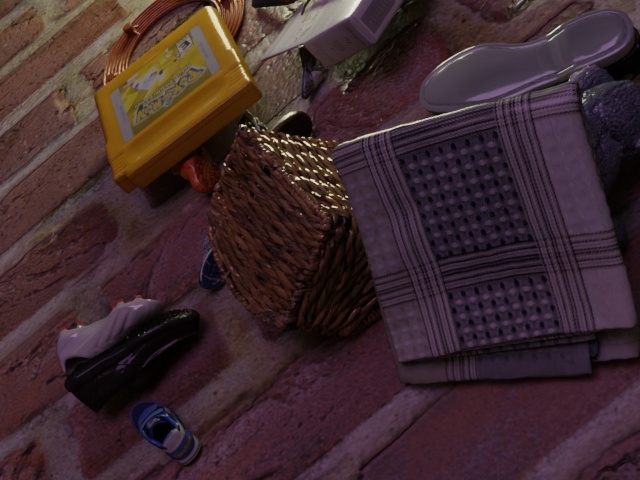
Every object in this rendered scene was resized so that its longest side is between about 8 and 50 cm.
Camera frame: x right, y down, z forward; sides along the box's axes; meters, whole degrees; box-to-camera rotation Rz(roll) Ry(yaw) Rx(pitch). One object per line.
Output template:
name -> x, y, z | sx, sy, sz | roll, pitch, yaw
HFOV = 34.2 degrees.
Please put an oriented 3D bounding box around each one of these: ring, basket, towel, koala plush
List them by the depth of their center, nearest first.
towel -> 0.183, 0.012, 1.179 | 0.312, 0.324, 0.056 | -12, 13, 29
koala plush -> 0.324, -0.116, 1.250 | 0.221, 0.203, 0.196 | -37, 43, -12
basket -> 0.000, 0.000, 1.451 | 0.299, 0.223, 0.213 | 48, 124, 47
ring -> -0.294, -0.391, 2.017 | 0.336, 0.032, 0.337 | -19, 47, 22

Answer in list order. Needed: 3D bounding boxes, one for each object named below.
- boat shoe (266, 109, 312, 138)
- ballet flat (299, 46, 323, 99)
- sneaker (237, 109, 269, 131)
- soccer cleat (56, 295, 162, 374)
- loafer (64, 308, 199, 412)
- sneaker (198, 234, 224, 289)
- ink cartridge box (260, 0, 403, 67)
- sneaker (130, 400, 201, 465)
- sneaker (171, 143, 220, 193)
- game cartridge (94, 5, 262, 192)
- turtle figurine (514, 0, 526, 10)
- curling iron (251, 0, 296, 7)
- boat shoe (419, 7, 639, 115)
boat shoe -> -0.090, -0.130, 1.642 | 0.190, 0.068, 0.072 | -52, 32, -9
ballet flat -> -0.015, -0.280, 1.722 | 0.041, 0.041, 0.114 | -21, 49, 22
sneaker -> -0.111, -0.184, 1.726 | 0.035, 0.031, 0.083 | -50, 38, 12
soccer cleat -> -0.321, 0.147, 1.597 | 0.196, 0.068, 0.076 | -24, 62, 20
loafer -> -0.266, 0.177, 1.531 | 0.220, 0.078, 0.080 | -31, 11, -2
sneaker -> -0.154, 0.013, 1.590 | 0.058, 0.052, 0.135 | -8, 57, 58
ink cartridge box -> 0.059, -0.408, 1.722 | 0.261, 0.066, 0.296 | -13, 40, 55
sneaker -> -0.224, 0.255, 1.438 | 0.144, 0.059, 0.053 | 22, 74, 45
sneaker -> -0.214, -0.121, 1.736 | 0.067, 0.064, 0.175 | -49, 34, 15
game cartridge -> -0.258, -0.250, 1.800 | 0.285, 0.053, 0.324 | -37, 37, 7
turtle figurine -> 0.385, -0.511, 1.483 | 0.274, 0.198, 0.266 | -10, 36, 52
curling iron -> -0.047, -0.440, 1.830 | 0.274, 0.035, 0.068 | -4, 50, 58
boat shoe -> 0.285, -0.217, 1.412 | 0.302, 0.091, 0.114 | -10, 60, 28
